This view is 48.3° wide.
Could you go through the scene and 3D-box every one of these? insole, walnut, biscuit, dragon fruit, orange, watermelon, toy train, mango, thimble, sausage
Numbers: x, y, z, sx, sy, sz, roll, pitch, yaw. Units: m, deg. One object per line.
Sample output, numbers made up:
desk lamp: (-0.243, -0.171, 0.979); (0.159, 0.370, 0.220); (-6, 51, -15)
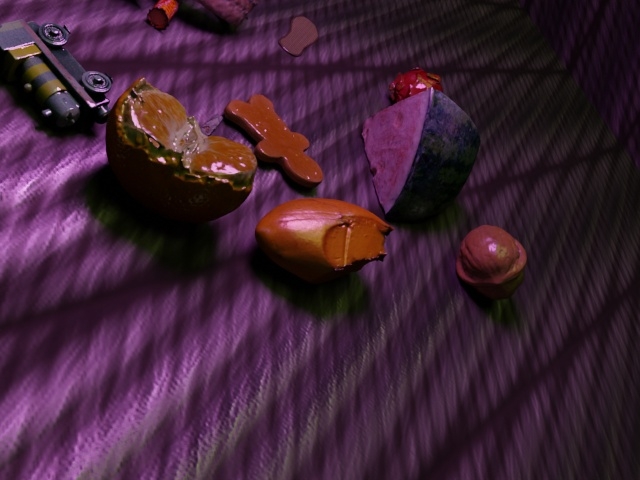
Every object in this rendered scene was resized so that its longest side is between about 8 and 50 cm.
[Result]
insole: (-0.052, -0.527, 1.834); (0.086, 0.005, 0.253); (35, 35, -10)
walnut: (0.362, 0.044, 1.519); (0.166, 0.149, 0.166); (-16, 90, -76)
biscuit: (-0.087, -0.193, 1.412); (0.240, 0.035, 0.158); (50, 37, 12)
dragon fruit: (0.267, -0.389, 1.894); (0.166, 0.133, 0.136); (34, 28, -11)
orange: (-0.220, -0.123, 1.092); (0.237, 0.158, 0.179); (34, 32, -14)
watermelon: (0.231, -0.221, 1.578); (0.283, 0.250, 0.292); (-2, 56, -52)
toy train: (-0.420, -0.254, 1.115); (0.200, 0.083, 0.132); (47, 45, 7)
mango: (0.000, 0.000, 1.215); (0.252, 0.126, 0.153); (4, 61, -34)
thimble: (-0.241, -0.583, 1.551); (0.229, 0.148, 0.196); (21, 21, -52)
sausage: (-0.318, -0.487, 1.493); (0.050, 0.048, 0.145); (30, 33, -14)

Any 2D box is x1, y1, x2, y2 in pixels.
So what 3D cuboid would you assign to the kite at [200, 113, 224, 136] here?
kite: (-0.222, -0.180, 1.284); (0.229, 0.012, 0.250); (42, 34, -7)
